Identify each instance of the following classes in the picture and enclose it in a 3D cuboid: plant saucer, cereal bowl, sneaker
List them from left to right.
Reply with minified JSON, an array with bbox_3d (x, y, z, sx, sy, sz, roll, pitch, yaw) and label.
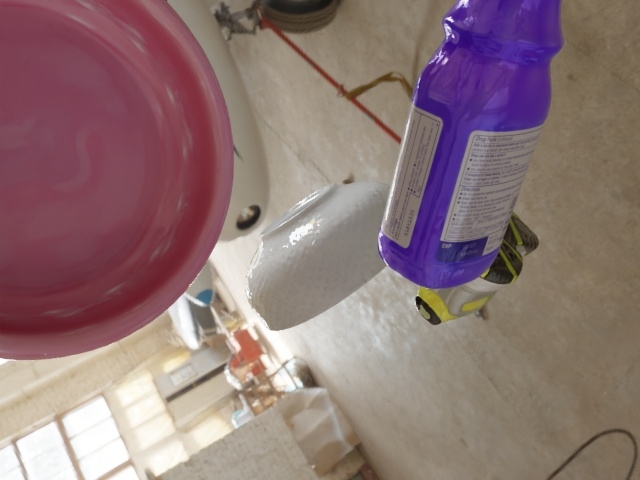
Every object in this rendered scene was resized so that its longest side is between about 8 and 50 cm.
[{"bbox_3d":[-0.229,-0.074,0.491,0.084,0.332,0.332,1,118,48],"label":"plant saucer"},{"bbox_3d":[0.000,0.000,1.048,0.141,0.339,0.339,55,164,-9],"label":"cereal bowl"},{"bbox_3d":[0.243,0.015,0.969,0.145,0.384,0.147,49,119,11],"label":"sneaker"}]

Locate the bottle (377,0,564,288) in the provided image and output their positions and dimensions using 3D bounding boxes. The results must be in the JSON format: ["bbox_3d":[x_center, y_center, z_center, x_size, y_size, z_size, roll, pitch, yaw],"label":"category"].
[{"bbox_3d":[0.127,-0.099,0.492,0.092,0.118,0.283,36,128,38],"label":"bottle"}]
